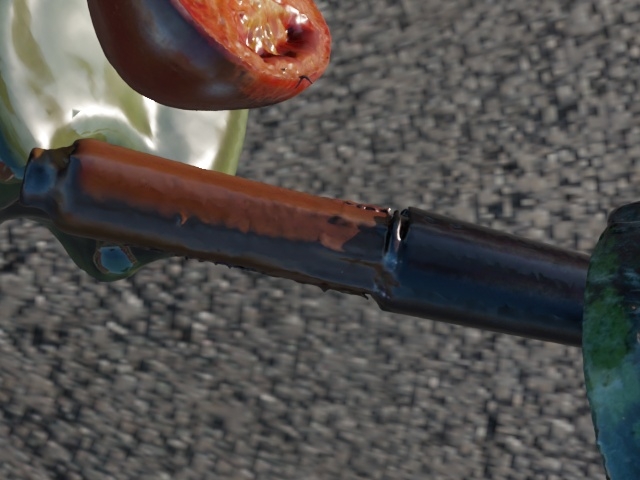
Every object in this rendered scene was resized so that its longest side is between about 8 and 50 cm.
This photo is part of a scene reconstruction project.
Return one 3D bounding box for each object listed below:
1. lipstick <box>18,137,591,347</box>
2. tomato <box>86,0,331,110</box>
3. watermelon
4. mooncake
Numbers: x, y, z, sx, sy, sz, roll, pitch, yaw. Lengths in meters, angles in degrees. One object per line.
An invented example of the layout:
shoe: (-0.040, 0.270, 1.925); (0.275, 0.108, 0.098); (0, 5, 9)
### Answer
lipstick: (0.000, 0.000, 1.369); (0.418, 0.077, 0.077); (13, 85, -4)
tomato: (-0.079, -0.127, 1.016); (0.082, 0.174, 0.166); (-37, 97, 21)
watermelon: (0.210, 0.087, 0.887); (0.202, 0.136, 0.207); (47, 50, -24)
mooncake: (-0.232, -0.138, 1.818); (0.351, 0.187, 0.351); (14, 69, -41)
